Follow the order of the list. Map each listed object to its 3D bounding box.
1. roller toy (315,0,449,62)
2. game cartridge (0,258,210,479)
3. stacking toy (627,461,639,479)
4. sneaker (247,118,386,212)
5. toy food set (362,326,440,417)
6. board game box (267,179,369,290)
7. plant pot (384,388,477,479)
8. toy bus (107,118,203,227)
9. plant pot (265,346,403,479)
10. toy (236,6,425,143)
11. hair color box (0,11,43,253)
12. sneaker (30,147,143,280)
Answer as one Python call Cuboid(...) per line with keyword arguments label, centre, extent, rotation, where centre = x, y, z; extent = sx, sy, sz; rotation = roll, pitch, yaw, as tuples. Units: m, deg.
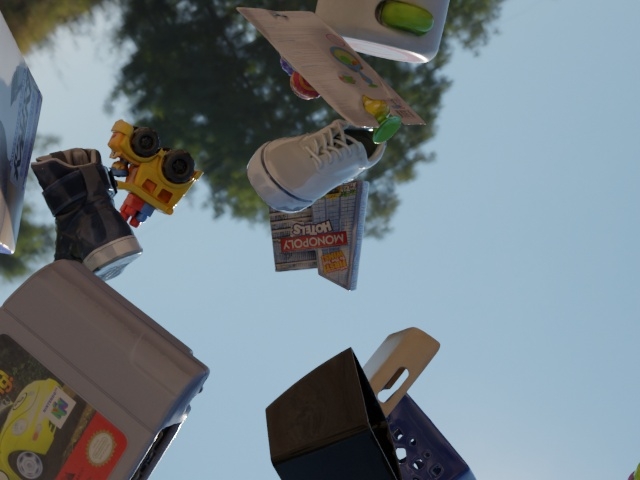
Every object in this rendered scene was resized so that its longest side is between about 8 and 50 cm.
Cuboid(label="roller toy", centre=(0.092, -0.356, 1.477), extent=(0.209, 0.146, 0.191), rotation=(15, -175, 22))
Cuboid(label="game cartridge", centre=(-0.244, 0.175, 0.863), extent=(0.294, 0.196, 0.060), rotation=(-58, 160, 11))
Cuboid(label="stacking toy", centre=(0.488, 0.344, 1.360), extent=(0.175, 0.301, 0.165), rotation=(5, -137, -24))
Cuboid(label="sneaker", centre=(0.000, -0.106, 1.200), extent=(0.091, 0.094, 0.258), rotation=(-40, 177, 29))
Cuboid(label="toy food set", centre=(0.116, 0.280, 1.845), extent=(0.219, 0.092, 0.306), rotation=(-50, 180, -13))
Cuboid(label="board game box", centre=(0.000, 0.000, 1.789), extent=(0.194, 0.194, 0.060), rotation=(-7, 177, 16))
Cuboid(label="plant pot", centre=(0.185, 0.493, 2.142), extent=(0.212, 0.236, 0.236), rotation=(-39, -118, -3))
Cuboid(label="toy bus", centre=(-0.416, -0.144, 2.281), extent=(0.211, 0.220, 0.149), rotation=(-58, -155, -6))
Cuboid(label="plant pot", centre=(0.016, 0.312, 1.534), extent=(0.167, 0.188, 0.187), rotation=(-21, -147, 5))
Cuboid(label="toy", centre=(0.005, -0.198, 1.213), extent=(0.137, 0.056, 0.237), rotation=(-10, -133, -47))
Cuboid(label="hair color box", centre=(-0.343, -0.099, 0.922), extent=(0.110, 0.185, 0.339), rotation=(9, 173, -6))
Cuboid(label="sneaker", centre=(-0.305, -0.023, 1.224), extent=(0.086, 0.163, 0.226), rotation=(-24, 176, -37))
